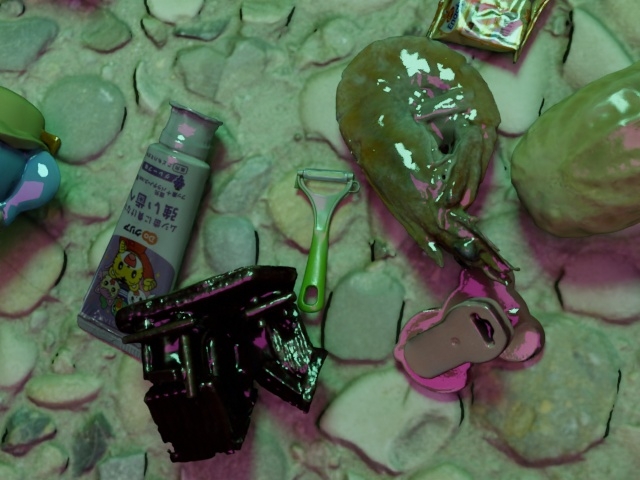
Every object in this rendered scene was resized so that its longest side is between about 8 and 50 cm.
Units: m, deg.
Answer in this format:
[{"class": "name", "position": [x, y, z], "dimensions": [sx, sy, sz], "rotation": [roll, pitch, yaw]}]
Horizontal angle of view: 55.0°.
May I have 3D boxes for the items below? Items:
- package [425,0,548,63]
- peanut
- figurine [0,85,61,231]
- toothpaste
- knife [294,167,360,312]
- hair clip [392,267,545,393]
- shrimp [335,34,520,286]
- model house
[{"class": "package", "position": [0.192, -0.264, 0.697], "dimensions": [0.120, 0.031, 0.108], "rotation": [22, 88, 17]}, {"class": "peanut", "position": [0.338, -0.118, 0.600], "dimensions": [0.312, 0.152, 0.152], "rotation": [-28, 80, 4]}, {"class": "figurine", "position": [-0.435, -0.069, 0.722], "dimensions": [0.262, 0.154, 0.180], "rotation": [-43, 54, -10]}, {"class": "toothpaste", "position": [-0.197, -0.011, 0.723], "dimensions": [0.113, 0.073, 0.300], "rotation": [23, 96, 12]}, {"class": "knife", "position": [0.001, 0.000, 0.705], "dimensions": [0.078, 0.022, 0.166], "rotation": [4, 84, 17]}, {"class": "hair clip", "position": [0.158, 0.098, 0.666], "dimensions": [0.138, 0.102, 0.123], "rotation": [-42, 75, 36]}, {"class": "shrimp", "position": [0.131, -0.096, 0.662], "dimensions": [0.168, 0.077, 0.317], "rotation": [-33, 71, 5]}, {"class": "model house", "position": [-0.095, 0.132, 0.647], "dimensions": [0.203, 0.141, 0.164], "rotation": [-21, 61, 11]}]
